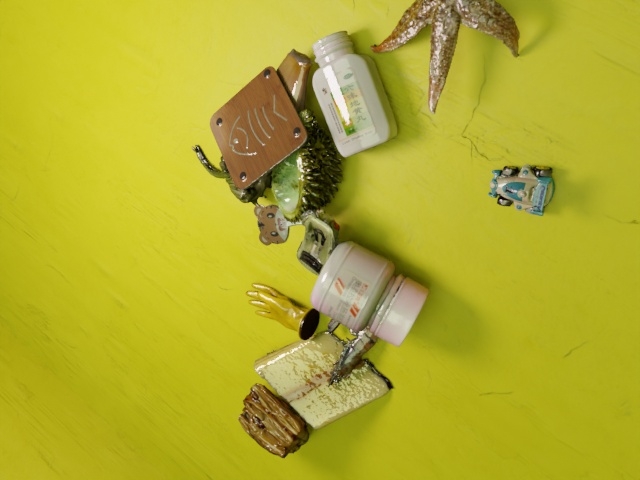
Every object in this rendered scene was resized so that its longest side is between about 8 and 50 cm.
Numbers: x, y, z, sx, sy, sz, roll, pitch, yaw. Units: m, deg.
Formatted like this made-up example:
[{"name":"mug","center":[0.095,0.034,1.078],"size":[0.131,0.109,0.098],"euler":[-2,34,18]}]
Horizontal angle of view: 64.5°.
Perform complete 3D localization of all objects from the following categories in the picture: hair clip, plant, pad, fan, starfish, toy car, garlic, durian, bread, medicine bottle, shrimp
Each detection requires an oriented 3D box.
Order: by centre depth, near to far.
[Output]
[{"name":"starfish","center":[0.309,-0.562,1.255],"size":[0.398,0.132,0.383],"euler":[45,128,12]},{"name":"toy car","center":[0.513,-0.132,1.303],"size":[0.162,0.098,0.126],"euler":[14,112,23]},{"name":"medicine bottle","center":[0.084,-0.413,1.429],"size":[0.179,0.124,0.324],"euler":[-16,98,34]},{"name":"pad","center":[-0.193,-0.331,1.508],"size":[0.284,0.018,0.286],"euler":[-33,70,23]},{"name":"medicine bottle","center":[0.149,0.163,1.531],"size":[0.302,0.241,0.241],"euler":[28,120,10]},{"name":"garlic","center":[-0.099,-0.417,1.534],"size":[0.143,0.112,0.318],"euler":[41,133,32]},{"name":"durian","center":[-0.045,-0.217,1.553],"size":[0.198,0.163,0.394],"euler":[36,138,36]},{"name":"hair clip","center":[0.001,-0.001,1.603],"size":[0.138,0.091,0.321],"euler":[33,153,10]},{"name":"shrimp","center":[0.074,0.357,1.723],"size":[0.169,0.058,0.296],"euler":[39,103,19]},{"name":"plant","center":[-0.282,-0.243,1.737],"size":[0.333,0.180,0.250],"euler":[15,126,60]},{"name":"fan","center":[-0.133,-0.056,1.750],"size":[0.227,0.008,0.152],"euler":[-2,106,31]},{"name":"bread","center":[0.000,0.492,1.869],"size":[0.405,0.242,0.345],"euler":[-34,85,1]},{"name":"bread","center":[-0.183,0.679,1.881],"size":[0.277,0.167,0.324],"euler":[39,159,15]}]

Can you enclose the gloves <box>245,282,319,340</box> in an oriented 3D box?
[{"name":"gloves","center":[-0.155,0.250,1.829],"size":[0.295,0.116,0.133],"euler":[20,110,29]}]
